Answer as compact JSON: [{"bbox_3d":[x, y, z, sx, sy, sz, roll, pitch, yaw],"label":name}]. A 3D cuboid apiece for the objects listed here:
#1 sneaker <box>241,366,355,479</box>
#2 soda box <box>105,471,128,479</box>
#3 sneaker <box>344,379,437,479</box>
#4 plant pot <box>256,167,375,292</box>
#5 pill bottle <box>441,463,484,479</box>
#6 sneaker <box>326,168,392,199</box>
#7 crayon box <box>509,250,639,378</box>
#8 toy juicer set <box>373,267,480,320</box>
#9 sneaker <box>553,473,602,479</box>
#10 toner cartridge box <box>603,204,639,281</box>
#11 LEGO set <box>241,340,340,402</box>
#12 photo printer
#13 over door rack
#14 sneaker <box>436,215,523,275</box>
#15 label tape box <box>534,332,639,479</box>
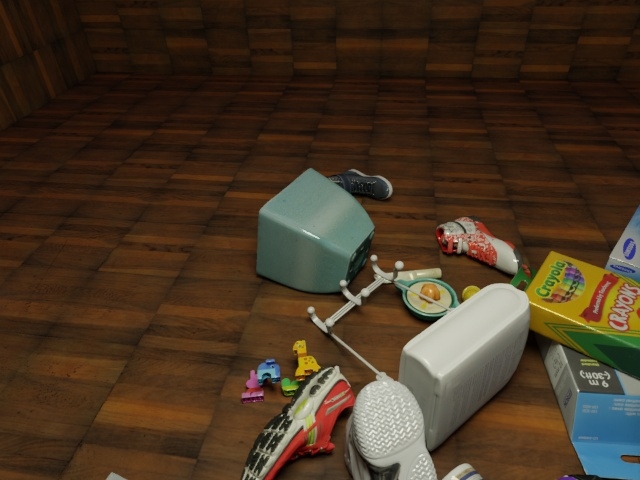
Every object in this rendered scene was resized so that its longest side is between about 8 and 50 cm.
[{"bbox_3d":[-0.031,0.377,0.873,0.279,0.118,0.107,-45,10,-23],"label":"sneaker"},{"bbox_3d":[-0.376,0.525,0.705,0.098,0.091,0.286,13,40,21],"label":"soda box"},{"bbox_3d":[0.122,0.429,0.766,0.137,0.210,0.366,-5,69,-3],"label":"sneaker"},{"bbox_3d":[0.000,0.000,1.252,0.252,0.247,0.248,28,46,18],"label":"plant pot"},{"bbox_3d":[0.270,0.464,0.745,0.094,0.094,0.169,-22,42,-24],"label":"pill bottle"},{"bbox_3d":[0.119,-0.179,1.569,0.163,0.086,0.226,-20,30,-37],"label":"sneaker"},{"bbox_3d":[0.562,0.140,0.977,0.318,0.081,0.202,23,46,31],"label":"crayon box"},{"bbox_3d":[0.307,0.135,1.168,0.209,0.090,0.329,-18,40,-19],"label":"toy juicer set"},{"bbox_3d":[0.474,0.489,0.689,0.146,0.102,0.293,-16,40,-9],"label":"sneaker"},{"bbox_3d":[0.942,0.019,1.293,0.165,0.075,0.348,26,46,33],"label":"toner cartridge box"},{"bbox_3d":[-0.062,0.279,1.008,0.227,0.087,0.093,-5,38,-5],"label":"LEGO set"},{"bbox_3d":[0.291,0.237,0.904,0.307,0.256,0.107,-27,42,-27],"label":"photo printer"},{"bbox_3d":[0.142,0.169,1.052,0.239,0.108,0.324,-37,40,-16],"label":"over door rack"},{"bbox_3d":[0.438,0.026,1.303,0.145,0.090,0.270,-13,36,-12],"label":"sneaker"},{"bbox_3d":[0.619,0.292,0.932,0.249,0.115,0.348,2,37,6],"label":"label tape box"}]
